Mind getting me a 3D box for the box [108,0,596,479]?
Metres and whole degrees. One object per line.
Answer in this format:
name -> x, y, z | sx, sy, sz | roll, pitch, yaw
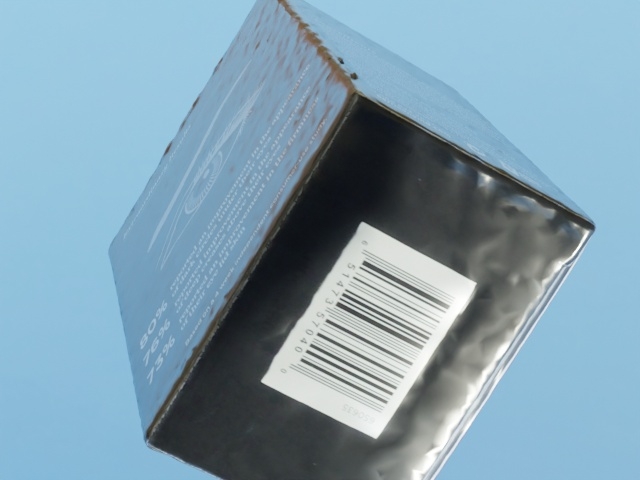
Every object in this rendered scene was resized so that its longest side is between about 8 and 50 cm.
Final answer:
box -> 0.000, 0.000, 0.663 | 0.108, 0.153, 0.207 | 28, -167, -19
